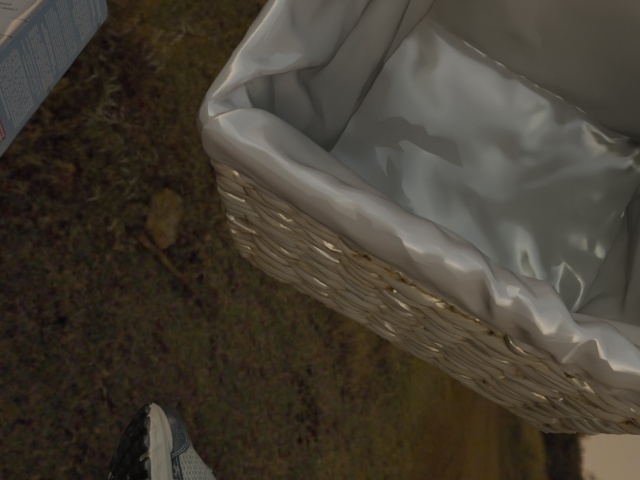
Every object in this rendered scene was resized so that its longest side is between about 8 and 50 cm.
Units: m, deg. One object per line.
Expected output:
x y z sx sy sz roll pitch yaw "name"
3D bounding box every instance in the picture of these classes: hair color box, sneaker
-0.432 -0.253 0.958 0.114 0.185 0.375 92 9 -45 "hair color box"
-0.090 0.252 0.578 0.122 0.110 0.283 12 38 -35 "sneaker"

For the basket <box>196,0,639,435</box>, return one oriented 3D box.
0.137 -0.072 0.524 0.331 0.328 0.266 -58 174 -18 "basket"
